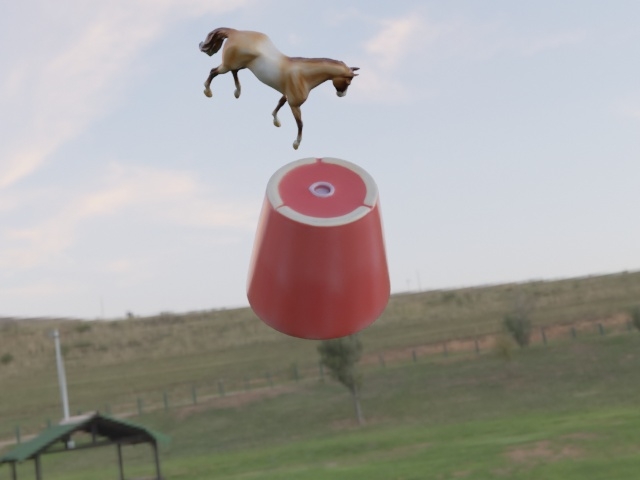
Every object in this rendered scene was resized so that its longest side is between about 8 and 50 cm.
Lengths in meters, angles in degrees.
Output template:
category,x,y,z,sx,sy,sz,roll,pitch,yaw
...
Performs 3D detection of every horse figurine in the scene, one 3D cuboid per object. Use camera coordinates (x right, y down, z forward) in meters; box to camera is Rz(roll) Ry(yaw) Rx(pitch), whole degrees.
category,x,y,z,sx,sy,sz,roll,pitch,yaw
horse figurine,-0.086,-0.261,1.443,0.066,0.263,0.174,-53,-7,-43

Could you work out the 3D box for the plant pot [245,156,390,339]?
category,x,y,z,sx,sy,sz,roll,pitch,yaw
plant pot,0.000,0.000,1.653,0.275,0.274,0.243,-7,-48,-10
